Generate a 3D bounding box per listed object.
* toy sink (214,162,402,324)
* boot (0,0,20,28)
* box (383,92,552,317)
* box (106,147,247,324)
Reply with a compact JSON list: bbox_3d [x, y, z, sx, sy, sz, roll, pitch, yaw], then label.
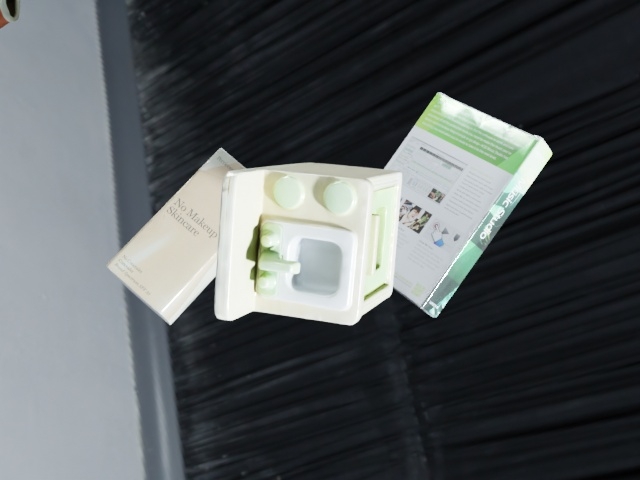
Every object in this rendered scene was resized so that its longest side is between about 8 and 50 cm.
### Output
[{"bbox_3d":[0.000,0.000,0.926,0.234,0.131,0.152,-17,112,-69],"label":"toy sink"},{"bbox_3d":[-0.473,-0.379,1.263,0.059,0.085,0.157,18,64,-62],"label":"boot"},{"bbox_3d":[0.191,-0.065,1.410,0.232,0.322,0.058,36,3,43],"label":"box"},{"bbox_3d":[-0.238,-0.007,1.642,0.148,0.311,0.121,39,-13,9],"label":"box"}]
